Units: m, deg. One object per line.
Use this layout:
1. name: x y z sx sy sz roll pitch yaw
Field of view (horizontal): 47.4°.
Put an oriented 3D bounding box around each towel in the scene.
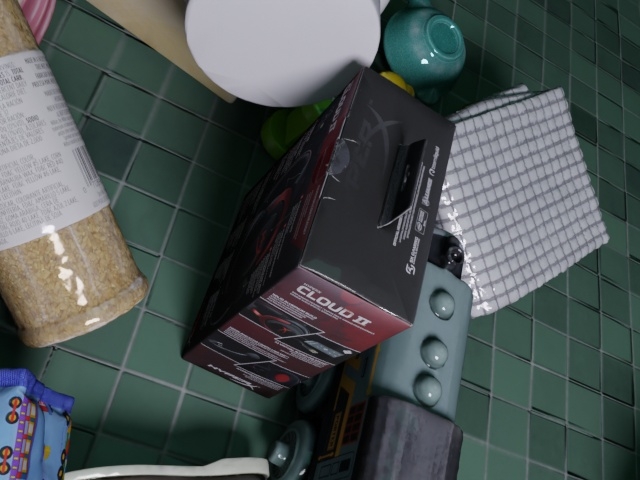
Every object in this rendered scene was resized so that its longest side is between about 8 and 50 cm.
1. towel: 0.215 -0.058 0.915 0.283 0.121 0.235 -25 98 -36

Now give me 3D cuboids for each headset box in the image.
1. headset box: 0.000 0.000 0.678 0.110 0.293 0.218 28 55 -17

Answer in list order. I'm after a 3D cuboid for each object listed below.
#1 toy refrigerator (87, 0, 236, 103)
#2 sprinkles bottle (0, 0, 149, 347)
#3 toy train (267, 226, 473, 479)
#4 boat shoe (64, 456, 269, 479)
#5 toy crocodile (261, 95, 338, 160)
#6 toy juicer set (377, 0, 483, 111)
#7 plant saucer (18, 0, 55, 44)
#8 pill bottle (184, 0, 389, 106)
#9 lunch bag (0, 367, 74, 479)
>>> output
1. toy refrigerator: -0.178 -0.285 0.836 0.269 0.094 0.102 35 47 -13
2. sprinkles bottle: -0.263 -0.092 0.595 0.121 0.121 0.355 -32 109 -38
3. toy train: 0.063 0.140 0.713 0.142 0.190 0.334 29 56 -17
4. boat shoe: -0.141 0.228 0.615 0.227 0.081 0.069 6 61 -32
5. toy crocodile: 0.003 -0.195 0.888 0.105 0.115 0.341 18 61 -31
6. toy juicer set: 0.121 -0.253 1.005 0.209 0.089 0.329 -31 96 -31
7. plant saucer: -0.384 -0.276 0.631 0.332 0.084 0.332 -1 91 -40
8. pill bottle: -0.033 -0.343 0.753 0.229 0.229 0.408 17 52 -23
9. lunch bag: -0.334 0.198 0.468 0.293 0.138 0.221 3 69 -4
